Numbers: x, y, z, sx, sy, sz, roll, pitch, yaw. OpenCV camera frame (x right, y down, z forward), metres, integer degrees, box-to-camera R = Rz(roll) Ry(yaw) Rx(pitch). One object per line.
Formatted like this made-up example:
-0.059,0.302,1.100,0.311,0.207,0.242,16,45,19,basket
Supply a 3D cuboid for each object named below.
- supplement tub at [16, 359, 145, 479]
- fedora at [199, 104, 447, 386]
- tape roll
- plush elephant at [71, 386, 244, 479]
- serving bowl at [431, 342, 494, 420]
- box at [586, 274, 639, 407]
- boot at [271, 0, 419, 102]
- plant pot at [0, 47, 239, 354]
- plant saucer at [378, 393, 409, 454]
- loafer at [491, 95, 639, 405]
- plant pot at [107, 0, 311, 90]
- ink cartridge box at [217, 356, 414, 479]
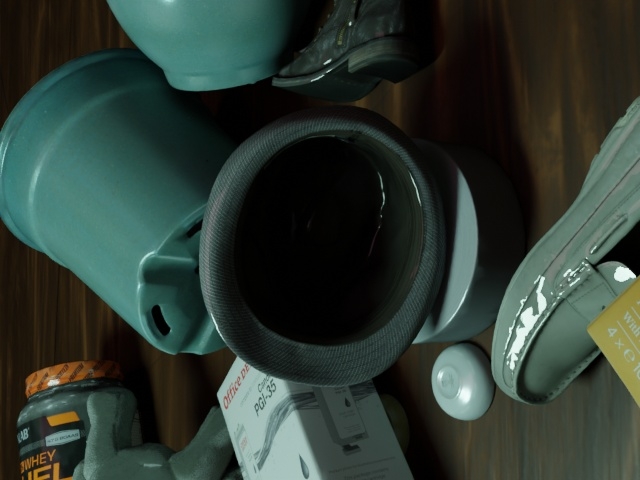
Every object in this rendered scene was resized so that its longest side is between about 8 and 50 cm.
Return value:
-0.390,0.383,1.582,0.207,0.207,0.338,-36,60,47,supplement tub
0.000,0.000,0.974,0.124,0.244,0.275,-139,55,-81,fedora
0.115,0.001,1.026,0.219,0.072,0.219,-4,85,54,tape roll
-0.211,0.403,1.337,0.330,0.272,0.255,-78,-19,-44,plush elephant
0.146,0.151,1.014,0.083,0.027,0.083,-4,86,55,serving bowl
0.376,0.033,0.588,0.345,0.168,0.215,-55,47,36,box
0.042,-0.295,1.144,0.263,0.091,0.229,-7,78,49,boot
-0.215,-0.040,1.291,0.334,0.341,0.341,39,120,38,plant pot
0.072,0.224,1.122,0.083,0.015,0.083,-3,87,54,plant saucer
0.249,0.024,0.809,0.319,0.112,0.111,-66,33,26,loafer
-0.135,-0.313,1.240,0.293,0.293,0.196,27,135,51,plant pot
-0.010,0.248,1.125,0.283,0.117,0.207,67,147,30,ink cartridge box
